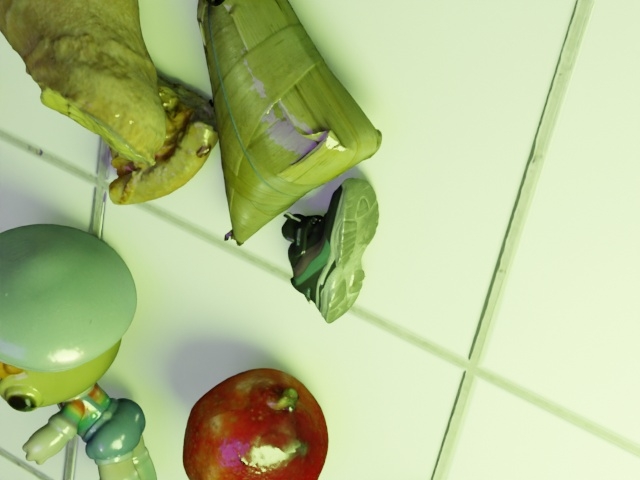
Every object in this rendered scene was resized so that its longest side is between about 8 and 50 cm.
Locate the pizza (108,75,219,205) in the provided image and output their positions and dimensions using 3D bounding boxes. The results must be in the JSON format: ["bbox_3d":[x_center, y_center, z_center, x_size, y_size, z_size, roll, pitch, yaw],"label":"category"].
[{"bbox_3d":[-0.189,-0.128,1.470,0.182,0.062,0.161,-15,98,39],"label":"pizza"}]

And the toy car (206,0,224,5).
[{"bbox_3d":[-0.071,-0.298,1.213,0.089,0.209,0.108,39,133,13],"label":"toy car"}]

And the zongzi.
[{"bbox_3d":[-0.078,-0.132,1.378,0.228,0.115,0.256,58,141,5],"label":"zongzi"}]

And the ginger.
[{"bbox_3d":[-0.262,-0.225,1.403,0.189,0.126,0.354,-27,77,1],"label":"ginger"}]

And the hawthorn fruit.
[{"bbox_3d":[-0.066,0.219,1.500,0.169,0.169,0.188,41,124,10],"label":"hawthorn fruit"}]

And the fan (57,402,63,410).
[{"bbox_3d":[-0.297,0.214,1.740,0.133,0.005,0.085,-7,107,36],"label":"fan"}]

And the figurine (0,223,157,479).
[{"bbox_3d":[-0.283,0.153,1.622,0.205,0.225,0.382,-14,127,19],"label":"figurine"}]

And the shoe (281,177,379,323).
[{"bbox_3d":[0.000,0.000,1.406,0.099,0.071,0.169,28,126,27],"label":"shoe"}]
